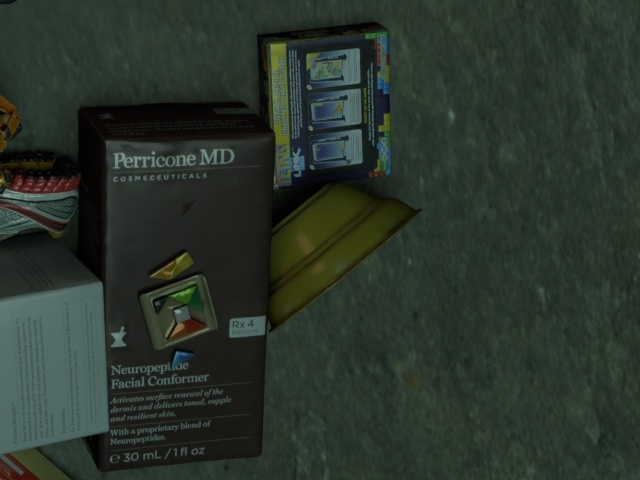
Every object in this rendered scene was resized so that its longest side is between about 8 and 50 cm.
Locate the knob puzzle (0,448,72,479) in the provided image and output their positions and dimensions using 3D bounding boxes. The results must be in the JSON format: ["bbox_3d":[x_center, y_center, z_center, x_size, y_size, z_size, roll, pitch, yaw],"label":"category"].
[{"bbox_3d":[-0.389,0.304,1.980,0.213,0.030,0.213,-4,100,-26],"label":"knob puzzle"}]

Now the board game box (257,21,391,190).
[{"bbox_3d":[0.005,-0.149,1.956,0.141,0.048,0.170,-7,111,-15],"label":"board game box"}]

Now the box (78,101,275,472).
[{"bbox_3d":[-0.160,0.050,1.921,0.191,0.143,0.382,-4,108,-18],"label":"box"}]

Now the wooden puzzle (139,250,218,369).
[{"bbox_3d":[-0.148,0.075,1.851,0.078,0.014,0.116,-25,116,-9],"label":"wooden puzzle"}]

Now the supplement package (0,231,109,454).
[{"bbox_3d":[-0.387,0.117,1.822,0.293,0.175,0.178,-10,113,-25],"label":"supplement package"}]

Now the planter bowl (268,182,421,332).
[{"bbox_3d":[0.000,0.000,1.945,0.217,0.217,0.090,-40,91,-2],"label":"planter bowl"}]

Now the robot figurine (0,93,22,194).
[{"bbox_3d":[-0.422,-0.139,1.733,0.291,0.211,0.085,35,139,-17],"label":"robot figurine"}]

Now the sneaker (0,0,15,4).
[{"bbox_3d":[-0.340,-0.338,1.737,0.315,0.127,0.182,-45,131,-7],"label":"sneaker"}]

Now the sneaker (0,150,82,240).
[{"bbox_3d":[-0.363,-0.035,1.846,0.225,0.088,0.093,0,117,-16],"label":"sneaker"}]
